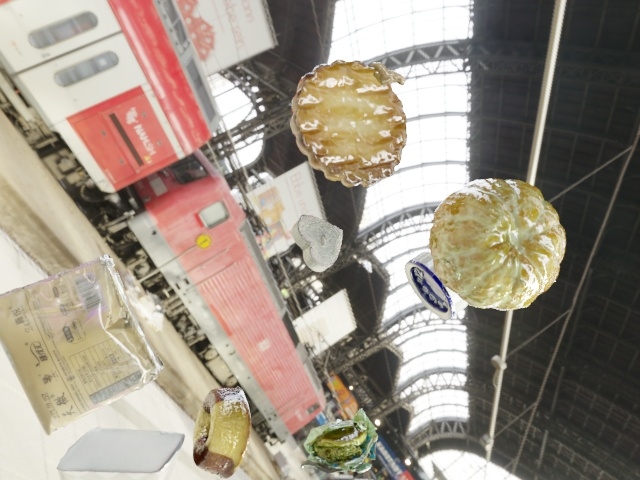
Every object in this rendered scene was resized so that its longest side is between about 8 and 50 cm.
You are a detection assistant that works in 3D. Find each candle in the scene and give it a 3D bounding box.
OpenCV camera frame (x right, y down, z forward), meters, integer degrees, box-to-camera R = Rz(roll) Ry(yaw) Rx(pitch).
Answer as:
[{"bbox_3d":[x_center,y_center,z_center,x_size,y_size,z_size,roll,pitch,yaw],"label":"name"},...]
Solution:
[{"bbox_3d":[0.000,0.000,1.487,0.068,0.168,0.192,-36,-103,51],"label":"candle"}]

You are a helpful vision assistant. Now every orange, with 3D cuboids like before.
[{"bbox_3d":[0.431,0.006,1.091,0.329,0.329,0.249,59,-2,2],"label":"orange"}]

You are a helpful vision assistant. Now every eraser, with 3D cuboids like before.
[{"bbox_3d":[-0.428,0.514,0.965,0.397,0.213,0.082,118,-23,-44],"label":"eraser"}]

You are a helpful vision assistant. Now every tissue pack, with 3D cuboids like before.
[{"bbox_3d":[-0.430,0.178,0.799,0.256,0.215,0.123,68,-20,-6],"label":"tissue pack"}]

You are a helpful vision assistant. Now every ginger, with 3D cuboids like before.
[{"bbox_3d":[0.155,-0.383,1.056,0.048,0.097,0.030,-39,-143,51],"label":"ginger"}]

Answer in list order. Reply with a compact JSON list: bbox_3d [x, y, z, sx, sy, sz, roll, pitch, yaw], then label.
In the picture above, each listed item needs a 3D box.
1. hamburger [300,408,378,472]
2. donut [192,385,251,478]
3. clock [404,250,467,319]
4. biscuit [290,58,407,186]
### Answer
[{"bbox_3d":[0.063,0.661,1.499,0.276,0.260,0.150,3,81,-86],"label":"hamburger"},{"bbox_3d":[-0.205,0.383,0.907,0.073,0.166,0.184,21,17,-23],"label":"donut"},{"bbox_3d":[0.377,0.146,1.467,0.230,0.083,0.230,54,-11,15],"label":"clock"},{"bbox_3d":[0.070,-0.290,1.132,0.326,0.326,0.107,61,-24,-8],"label":"biscuit"}]
